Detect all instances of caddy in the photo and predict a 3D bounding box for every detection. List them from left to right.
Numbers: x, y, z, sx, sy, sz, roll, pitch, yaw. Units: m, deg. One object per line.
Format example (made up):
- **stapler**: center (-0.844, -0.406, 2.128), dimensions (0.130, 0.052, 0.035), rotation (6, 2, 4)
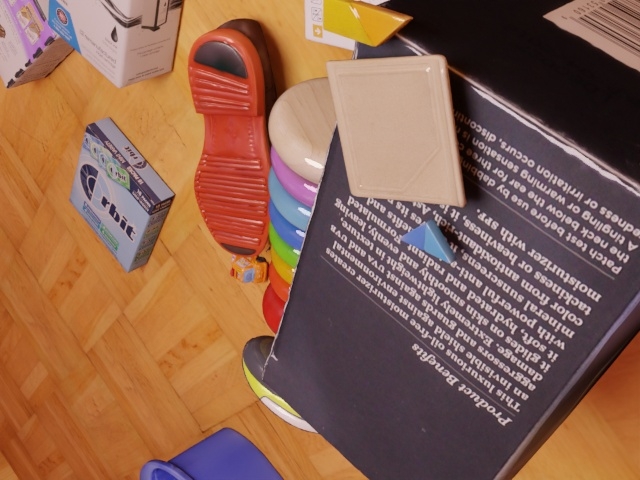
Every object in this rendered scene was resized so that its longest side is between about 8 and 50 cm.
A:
- **caddy**: center (-0.150, 0.471, 1.202), dimensions (0.341, 0.179, 0.241), rotation (48, 140, 12)

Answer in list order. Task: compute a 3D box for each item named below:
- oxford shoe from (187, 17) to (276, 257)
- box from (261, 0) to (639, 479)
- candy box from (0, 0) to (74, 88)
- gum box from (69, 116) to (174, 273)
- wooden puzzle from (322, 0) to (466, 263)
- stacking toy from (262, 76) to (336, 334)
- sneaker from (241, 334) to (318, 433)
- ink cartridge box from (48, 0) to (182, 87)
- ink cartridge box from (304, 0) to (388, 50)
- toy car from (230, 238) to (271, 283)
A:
- **oxford shoe**: center (-0.079, -0.106, 0.831), dimensions (0.097, 0.098, 0.271), rotation (13, 125, 13)
- **box**: center (0.143, -0.013, 0.500), dimensions (0.183, 0.296, 0.294), rotation (39, 138, 21)
- **candy box**: center (-0.413, -0.325, 1.050), dimensions (0.196, 0.070, 0.165), rotation (-17, 102, 49)
- **gum box**: center (-0.298, -0.063, 1.121), dimensions (0.157, 0.041, 0.184), rotation (49, 140, 12)
- **wooden puzzle**: center (0.034, -0.051, 0.343), dimensions (0.078, 0.014, 0.116), rotation (20, 127, 42)
- **stacking toy**: center (0.000, 0.000, 0.795), dimensions (0.141, 0.141, 0.330), rotation (39, 142, 22)
- **sneaker**: center (0.062, 0.145, 0.808), dimensions (0.300, 0.111, 0.121), rotation (15, 113, 9)
- **ink cartridge box**: center (-0.233, -0.304, 0.865), dimensions (0.148, 0.086, 0.203), rotation (42, 138, 20)
- **ink cartridge box**: center (0.072, -0.247, 0.617), dimensions (0.208, 0.045, 0.206), rotation (25, 130, 35)
- **toy car**: center (-0.086, 0.012, 0.950), dimensions (0.060, 0.040, 0.122), rotation (46, 139, 15)
